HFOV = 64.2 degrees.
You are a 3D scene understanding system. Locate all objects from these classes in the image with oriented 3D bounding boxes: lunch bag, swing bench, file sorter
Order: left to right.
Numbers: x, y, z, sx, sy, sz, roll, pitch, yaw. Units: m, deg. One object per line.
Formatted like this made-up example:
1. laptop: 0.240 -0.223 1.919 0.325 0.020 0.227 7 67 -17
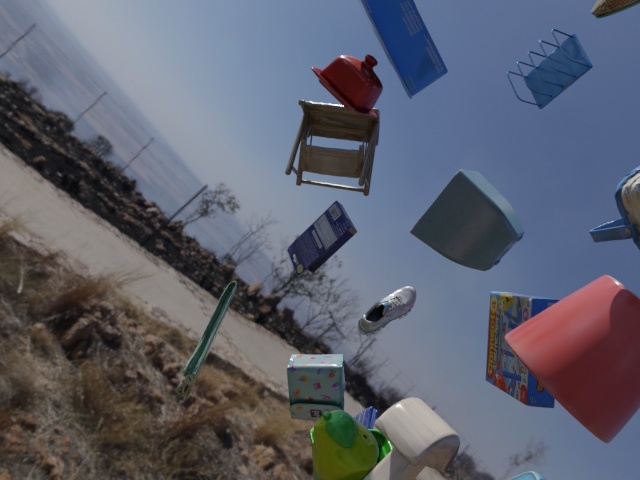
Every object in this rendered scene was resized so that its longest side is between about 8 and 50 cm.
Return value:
1. lunch bag: -0.014 0.591 2.006 0.160 0.223 0.262 -64 153 -80
2. swing bench: 0.047 -0.298 1.634 0.253 0.255 0.165 10 -5 12
3. file sorter: 0.609 -0.464 1.380 0.170 0.104 0.118 -45 -131 50

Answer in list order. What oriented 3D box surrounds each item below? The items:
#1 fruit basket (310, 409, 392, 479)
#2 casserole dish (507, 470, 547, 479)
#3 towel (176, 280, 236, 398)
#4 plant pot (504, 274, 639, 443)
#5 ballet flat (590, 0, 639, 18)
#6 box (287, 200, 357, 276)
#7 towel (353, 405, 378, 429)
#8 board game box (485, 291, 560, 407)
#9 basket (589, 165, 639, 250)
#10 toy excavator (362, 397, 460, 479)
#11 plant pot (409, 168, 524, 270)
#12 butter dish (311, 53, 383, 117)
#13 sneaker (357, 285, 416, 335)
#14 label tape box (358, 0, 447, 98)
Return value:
1. fruit basket: 0.097 0.612 1.369 0.282 0.392 0.392 8 5 -13
2. casserole dish: 0.417 0.564 1.103 0.037 0.188 0.114 54 13 -9
3. towel: -0.293 0.262 1.293 0.038 0.248 0.325 25 -30 -5
4. plant pot: 0.564 0.221 1.040 0.275 0.243 0.275 41 13 -11
5. ballet flat: 0.512 -0.409 0.765 0.067 0.206 0.073 57 26 -30
6. box: 0.000 0.000 1.537 0.036 0.225 0.136 33 22 -40
7. towel: 0.108 0.806 1.980 0.040 0.243 0.336 29 -45 -10
8. board game box: 0.618 0.321 1.586 0.302 0.086 0.308 145 -51 -85
9. basket: 0.623 -0.056 0.859 0.289 0.254 0.201 -15 81 -81
10. toy excavator: -0.047 0.416 0.669 0.445 0.433 0.222 5 25 -45
11. plant pot: 0.482 -0.044 1.595 0.252 0.248 0.247 45 24 19
12. butter dish: 0.085 -0.375 1.183 0.160 0.118 0.160 47 23 12
13. sneaker: 0.183 0.180 1.356 0.071 0.190 0.083 48 -18 23
14. label tape box: 0.194 -0.479 1.192 0.249 0.115 0.348 59 16 -14
